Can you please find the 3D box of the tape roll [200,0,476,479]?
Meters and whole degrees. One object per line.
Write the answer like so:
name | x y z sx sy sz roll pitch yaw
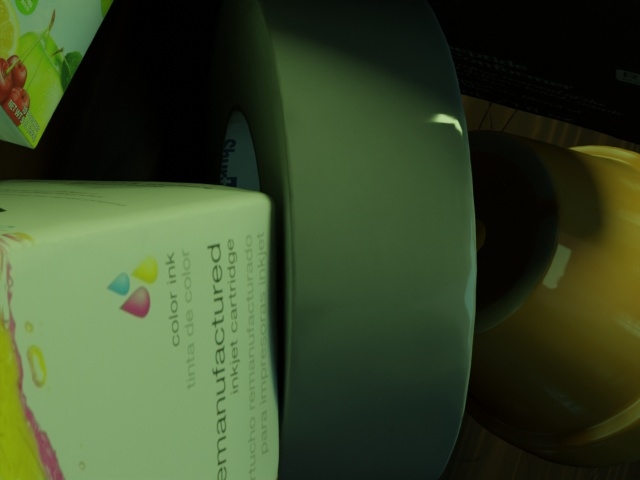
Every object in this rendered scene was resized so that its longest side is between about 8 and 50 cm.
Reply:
tape roll | 0.000 0.000 0.725 0.219 0.072 0.219 179 -90 -78

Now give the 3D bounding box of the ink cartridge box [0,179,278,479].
ink cartridge box | -0.133 0.102 0.529 0.306 0.131 0.226 -15 107 -65

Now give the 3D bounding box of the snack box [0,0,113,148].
snack box | -0.117 -0.111 0.589 0.100 0.037 0.141 -67 156 -21

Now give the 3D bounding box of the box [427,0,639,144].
box | 0.110 -0.156 0.787 0.381 0.191 0.143 47 61 -76

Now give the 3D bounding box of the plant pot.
plant pot | 0.134 0.022 1.065 0.188 0.205 0.205 28 78 -51
